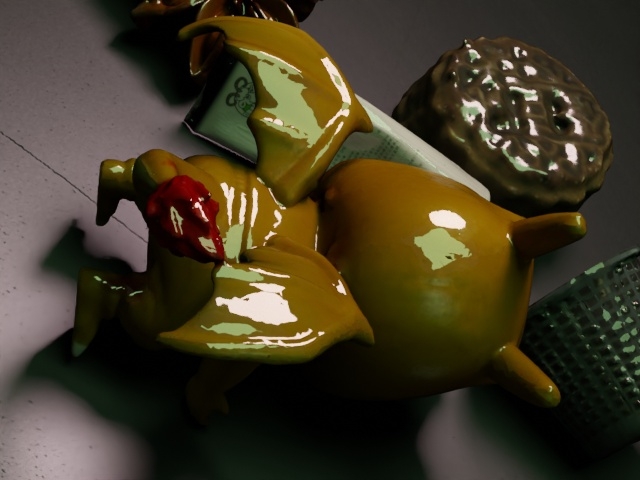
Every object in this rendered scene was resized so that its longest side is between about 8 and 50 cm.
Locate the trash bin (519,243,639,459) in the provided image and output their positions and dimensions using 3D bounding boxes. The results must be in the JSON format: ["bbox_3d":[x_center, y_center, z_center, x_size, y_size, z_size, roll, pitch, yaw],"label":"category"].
[{"bbox_3d":[0.265,0.115,1.727,0.175,0.175,0.161,-20,76,-46],"label":"trash bin"}]

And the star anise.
[{"bbox_3d":[-0.090,-0.248,1.833,0.190,0.126,0.220,1,69,0],"label":"star anise"}]

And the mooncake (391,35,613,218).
[{"bbox_3d":[0.192,-0.108,1.911,0.228,0.124,0.228,20,43,-20],"label":"mooncake"}]

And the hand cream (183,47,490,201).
[{"bbox_3d":[0.036,-0.079,1.776,0.336,0.121,0.076,30,21,-12],"label":"hand cream"}]

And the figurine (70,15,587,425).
[{"bbox_3d":[-0.002,0.030,1.521,0.387,0.268,0.401,11,33,-9],"label":"figurine"}]
